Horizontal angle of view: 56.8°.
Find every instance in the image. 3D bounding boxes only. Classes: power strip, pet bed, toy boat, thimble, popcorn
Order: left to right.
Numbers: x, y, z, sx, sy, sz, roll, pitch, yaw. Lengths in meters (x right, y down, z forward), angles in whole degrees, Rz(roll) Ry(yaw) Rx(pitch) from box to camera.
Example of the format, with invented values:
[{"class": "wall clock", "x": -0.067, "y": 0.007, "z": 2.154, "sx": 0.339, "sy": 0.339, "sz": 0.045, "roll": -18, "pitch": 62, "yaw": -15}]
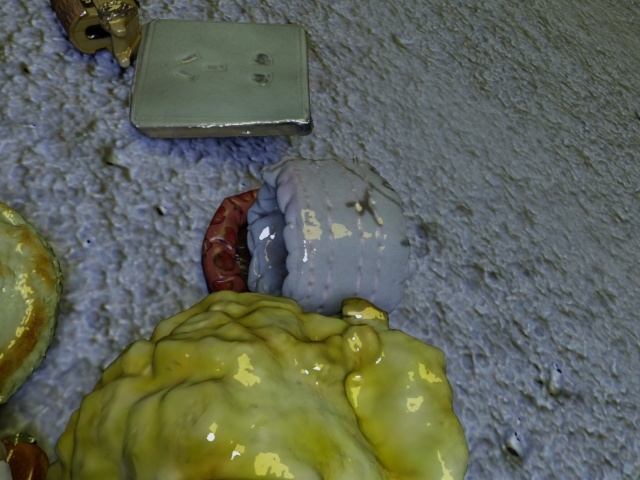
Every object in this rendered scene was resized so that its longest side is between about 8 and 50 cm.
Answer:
[{"class": "toy boat", "x": -0.284, "y": -0.298, "z": 0.719, "sx": 0.088, "sy": 0.068, "sz": 0.226, "roll": -22, "pitch": 61, "yaw": -23}, {"class": "power strip", "x": -0.117, "y": -0.186, "z": 0.726, "sx": 0.213, "sy": 0.064, "sz": 0.198, "roll": 0, "pitch": 56, "yaw": -4}, {"class": "popcorn", "x": -0.033, "y": 0.167, "z": 0.397, "sx": 0.237, "sy": 0.293, "sz": 0.293, "roll": -8, "pitch": 59, "yaw": -53}, {"class": "pet bed", "x": -0.031, "y": 0.023, "z": 0.630, "sx": 0.201, "sy": 0.053, "sz": 0.201, "roll": 10, "pitch": 55, "yaw": -15}, {"class": "thimble", "x": 0.001, "y": 0.001, "z": 0.544, "sx": 0.118, "sy": 0.127, "sz": 0.151, "roll": 2, "pitch": 52, "yaw": -23}]

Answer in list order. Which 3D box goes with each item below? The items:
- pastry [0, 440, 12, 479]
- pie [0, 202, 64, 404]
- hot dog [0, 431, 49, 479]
[{"class": "pastry", "x": -0.273, "y": 0.146, "z": 0.253, "sx": 0.133, "sy": 0.265, "sz": 0.265, "roll": 6, "pitch": 45, "yaw": 21}, {"class": "pie", "x": -0.323, "y": 0.038, "z": 0.442, "sx": 0.248, "sy": 0.090, "sz": 0.201, "roll": 22, "pitch": 48, "yaw": -9}, {"class": "hot dog", "x": -0.227, "y": 0.220, "z": 0.382, "sx": 0.072, "sy": 0.055, "sz": 0.188, "roll": 18, "pitch": 52, "yaw": -17}]
